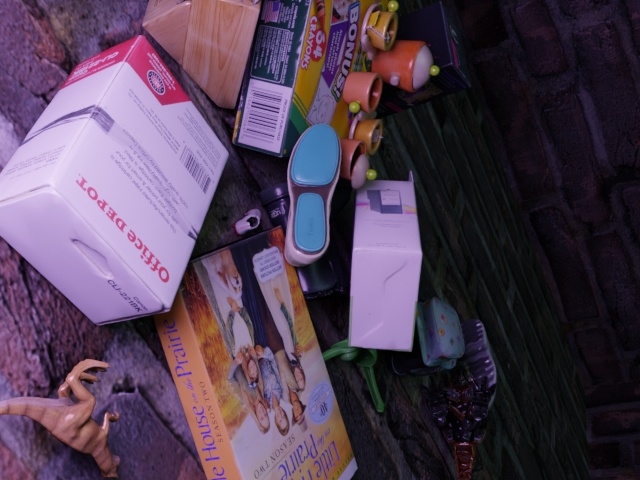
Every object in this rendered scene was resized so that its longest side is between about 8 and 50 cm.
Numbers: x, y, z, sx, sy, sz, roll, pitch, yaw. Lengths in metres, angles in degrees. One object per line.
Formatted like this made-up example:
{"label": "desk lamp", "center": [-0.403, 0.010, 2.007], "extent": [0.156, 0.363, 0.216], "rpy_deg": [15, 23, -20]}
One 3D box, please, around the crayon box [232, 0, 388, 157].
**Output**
{"label": "crayon box", "center": [-0.001, -0.332, 1.253], "extent": [0.313, 0.106, 0.363], "rpy_deg": [-14, 119, -64]}

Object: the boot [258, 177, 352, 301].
{"label": "boot", "center": [0.000, 0.000, 1.263], "extent": [0.246, 0.094, 0.207], "rpy_deg": [-12, 84, -58]}

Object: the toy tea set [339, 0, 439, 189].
{"label": "toy tea set", "center": [0.121, -0.248, 1.299], "extent": [0.200, 0.124, 0.336], "rpy_deg": [19, 88, -70]}

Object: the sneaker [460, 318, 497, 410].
{"label": "sneaker", "center": [0.441, 0.353, 1.945], "extent": [0.115, 0.105, 0.281], "rpy_deg": [53, 33, -38]}

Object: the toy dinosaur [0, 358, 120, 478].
{"label": "toy dinosaur", "center": [-0.253, 0.173, 0.706], "extent": [0.211, 0.064, 0.112], "rpy_deg": [48, 38, -42]}

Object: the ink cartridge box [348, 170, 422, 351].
{"label": "ink cartridge box", "center": [0.116, 0.019, 1.343], "extent": [0.353, 0.119, 0.207], "rpy_deg": [-82, 174, -61]}

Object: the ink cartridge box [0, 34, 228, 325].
{"label": "ink cartridge box", "center": [-0.230, -0.070, 0.821], "extent": [0.197, 0.114, 0.273], "rpy_deg": [56, 31, -36]}

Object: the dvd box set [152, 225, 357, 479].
{"label": "dvd box set", "center": [-0.083, 0.209, 1.027], "extent": [0.307, 0.062, 0.421], "rpy_deg": [-24, 98, -64]}

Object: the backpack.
{"label": "backpack", "center": [0.235, 0.212, 1.572], "extent": [0.188, 0.144, 0.166], "rpy_deg": [30, 45, -60]}

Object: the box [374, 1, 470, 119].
{"label": "box", "center": [0.191, -0.410, 1.667], "extent": [0.143, 0.270, 0.165], "rpy_deg": [23, 56, -59]}

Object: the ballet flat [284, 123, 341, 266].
{"label": "ballet flat", "center": [-0.017, -0.069, 1.144], "extent": [0.086, 0.086, 0.249], "rpy_deg": [43, 48, -47]}

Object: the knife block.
{"label": "knife block", "center": [-0.121, -0.338, 1.039], "extent": [0.276, 0.242, 0.088], "rpy_deg": [46, 39, -45]}

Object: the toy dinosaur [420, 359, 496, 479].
{"label": "toy dinosaur", "center": [0.345, 0.422, 1.685], "extent": [0.218, 0.164, 0.322], "rpy_deg": [72, -1, -45]}

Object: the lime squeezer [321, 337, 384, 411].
{"label": "lime squeezer", "center": [0.051, 0.226, 1.315], "extent": [0.310, 0.058, 0.110], "rpy_deg": [40, 73, -52]}

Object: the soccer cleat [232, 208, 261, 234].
{"label": "soccer cleat", "center": [-0.108, -0.031, 1.134], "extent": [0.083, 0.035, 0.029], "rpy_deg": [-43, 114, -61]}
